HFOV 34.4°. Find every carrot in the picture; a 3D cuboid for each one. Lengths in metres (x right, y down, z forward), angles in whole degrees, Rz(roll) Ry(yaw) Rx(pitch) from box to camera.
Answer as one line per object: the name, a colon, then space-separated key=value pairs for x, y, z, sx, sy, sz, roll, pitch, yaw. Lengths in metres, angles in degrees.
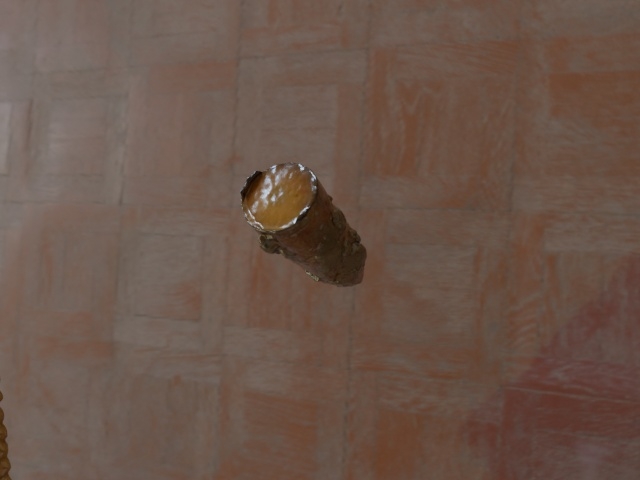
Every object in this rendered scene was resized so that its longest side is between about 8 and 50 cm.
carrot: x=0.000 y=0.000 z=1.238 sx=0.101 sy=0.263 sz=0.102 roll=-10 pitch=63 yaw=20

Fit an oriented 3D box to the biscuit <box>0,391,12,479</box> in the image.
biscuit: x=-0.318 y=0.091 z=0.639 sx=0.013 sy=0.232 sz=0.237 roll=-119 pitch=27 yaw=-66
